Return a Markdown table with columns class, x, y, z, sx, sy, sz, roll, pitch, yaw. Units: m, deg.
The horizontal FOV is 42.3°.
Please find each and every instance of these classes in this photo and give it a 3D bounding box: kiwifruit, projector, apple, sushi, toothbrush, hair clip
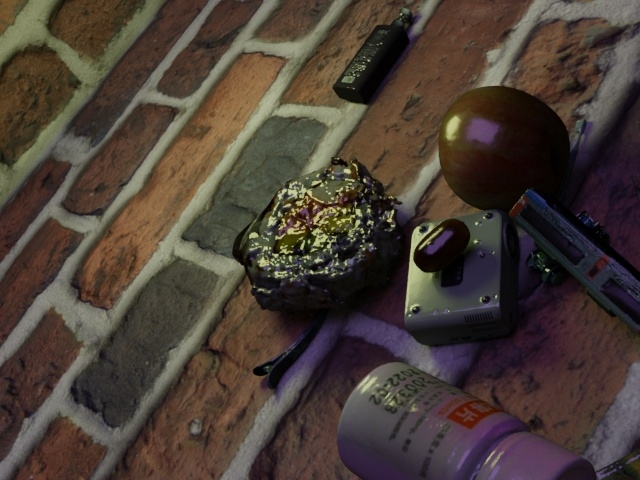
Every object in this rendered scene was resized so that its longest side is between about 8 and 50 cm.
| class | x | y | z | sx | sy | sz | roll | pitch | yaw |
| --- | --- | --- | --- | --- | --- | --- | --- | --- | --- |
| kiwifruit | 0.232 | 0.011 | 1.582 | 0.124 | 0.075 | 0.075 | -46 | 41 | 2 |
| projector | 0.280 | 0.070 | 1.629 | 0.198 | 0.108 | 0.250 | -11 | 50 | 29 |
| apple | 0.370 | -0.184 | 1.668 | 0.234 | 0.257 | 0.256 | 8 | 61 | 40 |
| sushi | 0.003 | 0.001 | 1.851 | 0.418 | 0.176 | 0.417 | -20 | 40 | 17 |
| toothbrush | 0.518 | -0.168 | 1.718 | 0.019 | 0.016 | 0.219 | 1 | 57 | 39 |
| hair clip | -0.048 | 0.224 | 1.809 | 0.229 | 0.039 | 0.070 | -46 | 42 | -11 |

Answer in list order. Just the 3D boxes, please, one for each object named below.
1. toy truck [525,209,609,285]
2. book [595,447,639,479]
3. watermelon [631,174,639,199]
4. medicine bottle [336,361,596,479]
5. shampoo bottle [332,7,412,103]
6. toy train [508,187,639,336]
| class | x | y | z | sx | sy | sz | roll | pitch | yaw |
| --- | --- | --- | --- | --- | --- | --- | --- | --- | --- |
| toy truck | 0.463 | 0.007 | 1.567 | 0.154 | 0.078 | 0.080 | -40 | 40 | 2 |
| book | 0.550 | 0.363 | 1.243 | 0.228 | 0.024 | 0.160 | -33 | 40 | 11 |
| watermelon | 0.644 | -0.079 | 1.516 | 0.155 | 0.080 | 0.101 | 9 | 70 | 24 |
| medicine bottle | 0.226 | 0.361 | 1.342 | 0.388 | 0.219 | 0.219 | 20 | 70 | 46 |
| shampoo bottle | 0.156 | -0.508 | 2.235 | 0.098 | 0.071 | 0.309 | 17 | 68 | 45 |
| toy train | 0.493 | 0.064 | 1.435 | 0.089 | 0.086 | 0.409 | -50 | 54 | 16 |
